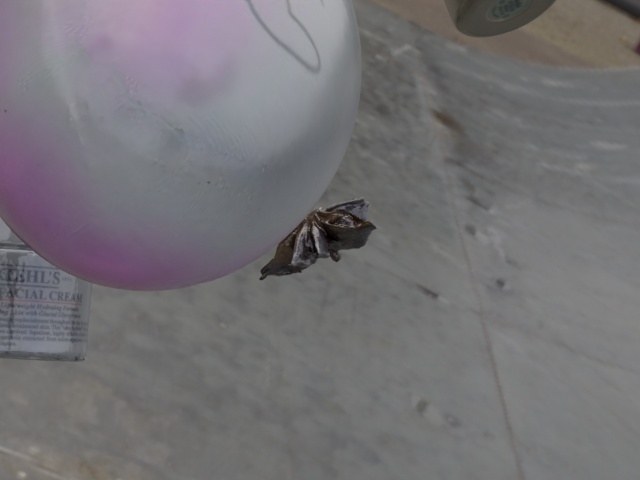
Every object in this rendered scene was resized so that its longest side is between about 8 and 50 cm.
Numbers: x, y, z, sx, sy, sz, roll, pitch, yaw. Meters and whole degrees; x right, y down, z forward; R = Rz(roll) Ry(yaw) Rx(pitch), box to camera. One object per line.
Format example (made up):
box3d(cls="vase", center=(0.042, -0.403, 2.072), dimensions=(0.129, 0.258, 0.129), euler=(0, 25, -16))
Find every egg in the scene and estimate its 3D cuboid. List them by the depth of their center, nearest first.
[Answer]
box3d(cls="egg", center=(-0.075, -0.083, 0.488), dimensions=(0.196, 0.196, 0.271), euler=(26, 16, -3))

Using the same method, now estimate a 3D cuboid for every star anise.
box3d(cls="star anise", center=(0.009, -0.004, 0.978), dimensions=(0.124, 0.129, 0.056), euler=(-41, 105, -39))

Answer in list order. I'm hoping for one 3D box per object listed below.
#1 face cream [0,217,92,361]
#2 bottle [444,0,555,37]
box3d(cls="face cream", center=(-0.331, 0.051, 1.069), dimensions=(0.177, 0.152, 0.177), euler=(1, -6, 0))
box3d(cls="bottle", center=(0.133, -0.287, 0.865), dimensions=(0.110, 0.097, 0.209), euler=(-13, 71, -14))
